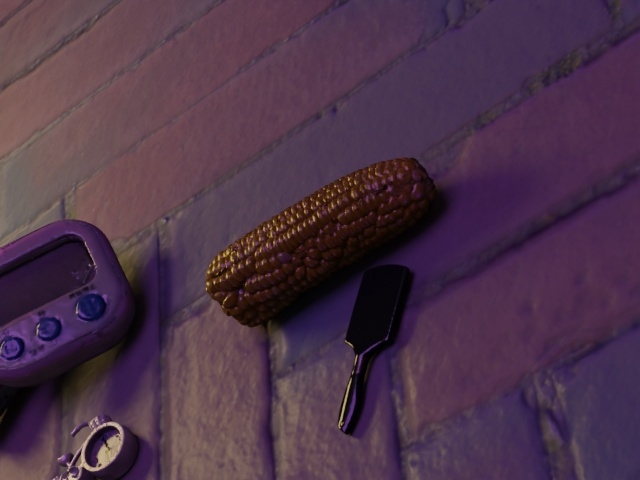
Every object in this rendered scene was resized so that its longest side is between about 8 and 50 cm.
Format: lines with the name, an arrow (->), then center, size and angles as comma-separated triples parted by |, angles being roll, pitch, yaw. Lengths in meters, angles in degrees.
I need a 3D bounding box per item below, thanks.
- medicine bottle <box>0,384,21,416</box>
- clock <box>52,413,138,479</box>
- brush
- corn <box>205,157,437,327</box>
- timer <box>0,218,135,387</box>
medicine bottle -> -0.406, 0.145, 2.088 | 0.090, 0.090, 0.216 | 14, 65, 51
clock -> -0.269, 0.260, 1.895 | 0.129, 0.041, 0.087 | -46, 41, 1
brush -> 0.047, 0.112, 1.701 | 0.063, 0.016, 0.193 | -7, 56, 44
corn -> 0.000, 0.000, 1.780 | 0.292, 0.101, 0.101 | -29, 43, 24
timer -> -0.338, 0.078, 2.022 | 0.209, 0.069, 0.190 | -27, 58, -5
